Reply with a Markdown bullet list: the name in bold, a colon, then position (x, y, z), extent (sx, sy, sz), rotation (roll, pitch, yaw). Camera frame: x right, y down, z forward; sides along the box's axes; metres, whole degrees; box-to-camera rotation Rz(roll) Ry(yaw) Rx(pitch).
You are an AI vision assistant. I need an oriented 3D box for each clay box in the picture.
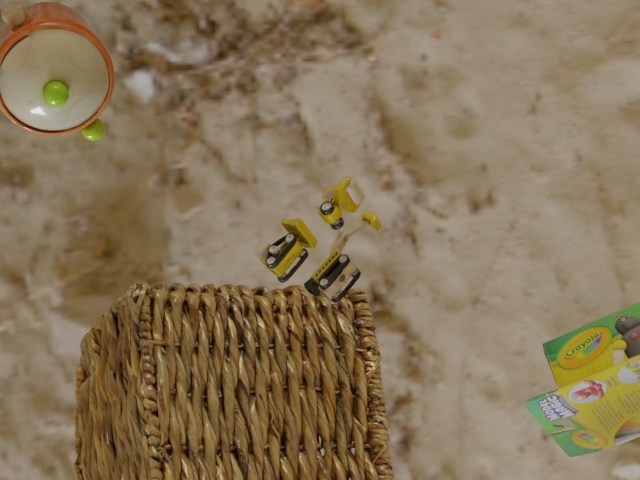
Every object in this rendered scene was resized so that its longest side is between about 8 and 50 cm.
- **clay box**: position (0.281, 0.098, 1.380), extent (0.222, 0.127, 0.053), rotation (-24, 52, 14)

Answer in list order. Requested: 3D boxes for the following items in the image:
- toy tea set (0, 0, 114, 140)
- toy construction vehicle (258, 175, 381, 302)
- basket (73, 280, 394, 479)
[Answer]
- **toy tea set**: position (-0.275, -0.204, 1.276), extent (0.200, 0.336, 0.124), rotation (-65, 22, 20)
- **toy construction vehicle**: position (0.000, 0.000, 1.307), extent (0.035, 0.086, 0.098), rotation (27, 74, 44)
- **basket**: position (-0.078, 0.203, 1.438), extent (0.213, 0.223, 0.299), rotation (137, 130, -56)
